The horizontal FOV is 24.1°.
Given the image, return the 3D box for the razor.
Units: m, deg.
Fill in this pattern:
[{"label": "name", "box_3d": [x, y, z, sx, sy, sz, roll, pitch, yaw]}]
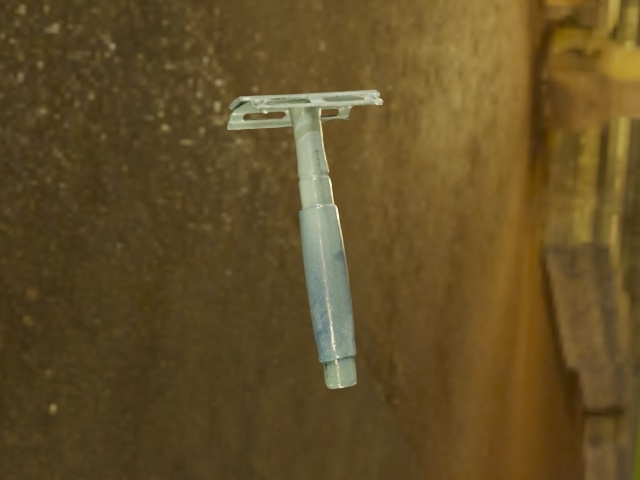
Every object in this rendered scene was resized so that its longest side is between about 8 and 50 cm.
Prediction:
[{"label": "razor", "box_3d": [0.000, 0.000, 0.683, 0.040, 0.068, 0.135, 165, -81, -67]}]
